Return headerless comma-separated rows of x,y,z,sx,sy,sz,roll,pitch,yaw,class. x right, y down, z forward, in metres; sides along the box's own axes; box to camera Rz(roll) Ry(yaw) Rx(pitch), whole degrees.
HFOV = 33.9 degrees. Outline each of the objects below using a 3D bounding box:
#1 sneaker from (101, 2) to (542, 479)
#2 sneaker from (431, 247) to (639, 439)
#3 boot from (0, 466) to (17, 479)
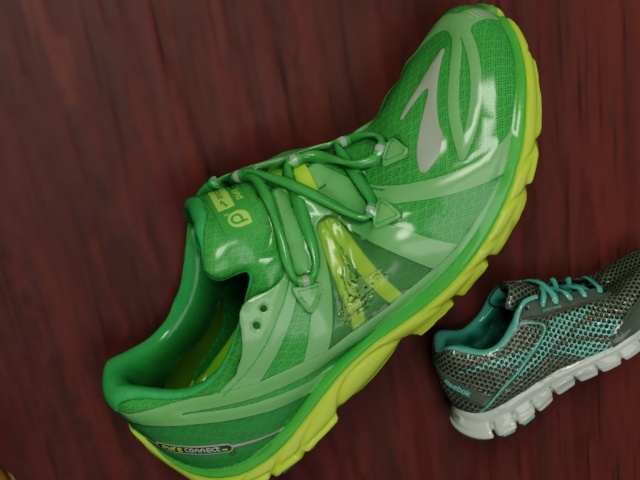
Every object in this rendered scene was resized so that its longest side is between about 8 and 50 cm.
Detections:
0.000,0.000,0.532,0.123,0.109,0.295,34,97,-32,sneaker
0.138,0.048,0.633,0.166,0.065,0.076,-36,115,-6,sneaker
-0.302,0.092,0.459,0.295,0.104,0.211,-16,116,-10,boot
